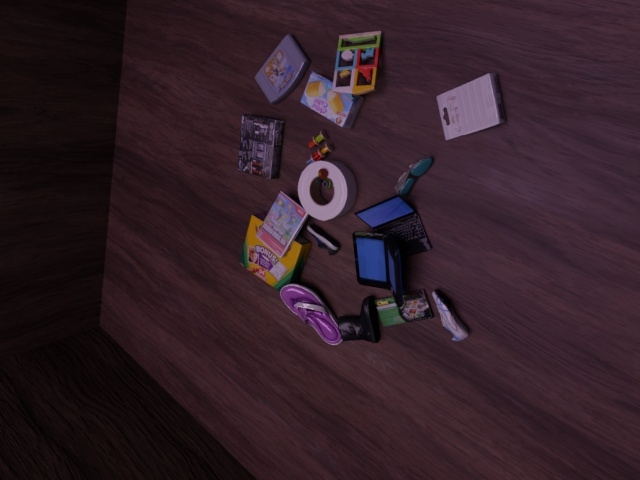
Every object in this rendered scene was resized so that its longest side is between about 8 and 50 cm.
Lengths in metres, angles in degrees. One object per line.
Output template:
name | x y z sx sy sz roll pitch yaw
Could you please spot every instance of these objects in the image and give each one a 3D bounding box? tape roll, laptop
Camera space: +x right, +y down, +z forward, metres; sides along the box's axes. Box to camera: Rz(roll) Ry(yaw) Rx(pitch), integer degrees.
tape roll | 0.031 -0.242 1.970 0.286 0.100 0.286 8 105 32
laptop | 0.316 -0.042 1.796 0.234 0.136 0.264 -22 85 36

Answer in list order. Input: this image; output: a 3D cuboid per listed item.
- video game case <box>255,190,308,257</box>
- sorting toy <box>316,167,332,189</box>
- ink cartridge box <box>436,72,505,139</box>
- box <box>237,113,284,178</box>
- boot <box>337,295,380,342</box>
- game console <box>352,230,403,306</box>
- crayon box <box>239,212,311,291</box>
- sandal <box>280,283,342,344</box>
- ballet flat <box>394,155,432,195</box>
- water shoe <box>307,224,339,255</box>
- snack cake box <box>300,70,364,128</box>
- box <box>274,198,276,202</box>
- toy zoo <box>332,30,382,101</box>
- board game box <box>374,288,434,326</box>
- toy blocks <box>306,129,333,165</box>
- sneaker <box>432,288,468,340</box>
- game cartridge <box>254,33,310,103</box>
video game case | -0.199 -0.081 2.099 0.204 0.025 0.285 40 109 23
sorting toy | 0.010 -0.282 1.887 0.061 0.042 0.102 -24 87 35
ink cartridge box | 0.578 -0.510 1.577 0.232 0.066 0.189 -7 97 56
box | -0.320 -0.499 2.165 0.242 0.076 0.307 18 110 30
boot | 0.176 0.390 2.016 0.207 0.094 0.246 -2 106 31
game console | 0.252 0.126 1.817 0.173 0.250 0.293 -9 116 1
crayon box | -0.256 0.069 2.232 0.363 0.106 0.313 30 116 25
sandal | -0.040 0.380 2.107 0.416 0.102 0.169 41 111 3
ballet flat | 0.386 -0.284 1.739 0.213 0.072 0.068 -54 40 28
water shoe | 0.000 0.000 2.062 0.203 0.073 0.080 40 122 22
snack cake box | 0.051 -0.643 1.870 0.264 0.089 0.152 37 118 22
box | -0.187 -0.136 2.160 0.126 0.072 0.137 29 116 27
toy zoo | 0.154 -0.738 1.747 0.192 0.030 0.293 6 87 24
board game box | 0.385 0.315 1.898 0.260 0.030 0.136 -19 92 36
toy blocks | -0.021 -0.444 1.979 0.148 0.054 0.123 -31 74 34
sneaker | 0.542 0.323 1.756 0.086 0.085 0.237 -35 79 30
game cartridge | -0.189 -0.830 2.016 0.297 0.062 0.198 -39 74 34
